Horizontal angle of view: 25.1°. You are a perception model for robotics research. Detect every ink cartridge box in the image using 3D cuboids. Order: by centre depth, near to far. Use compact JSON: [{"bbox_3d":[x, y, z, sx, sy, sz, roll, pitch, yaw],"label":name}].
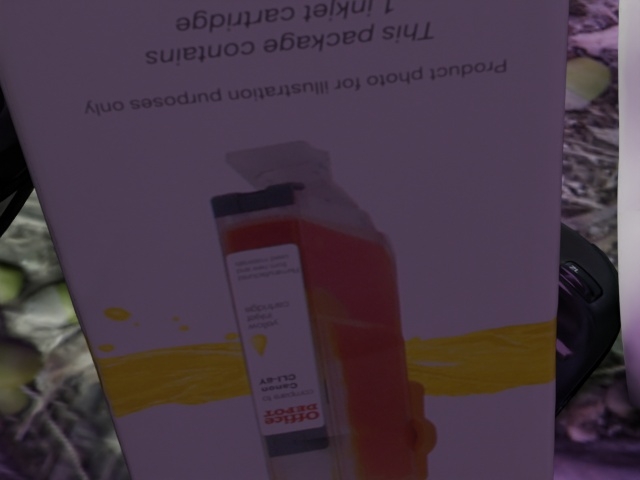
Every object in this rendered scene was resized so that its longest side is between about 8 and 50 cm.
[{"bbox_3d":[-0.007,-0.075,0.536,0.160,0.385,0.279,-6,45,1],"label":"ink cartridge box"}]

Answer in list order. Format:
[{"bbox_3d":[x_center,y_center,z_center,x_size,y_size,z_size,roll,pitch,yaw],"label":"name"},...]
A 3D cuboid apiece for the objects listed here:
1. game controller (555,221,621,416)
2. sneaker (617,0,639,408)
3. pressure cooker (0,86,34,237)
[{"bbox_3d":[0.000,0.000,0.779,0.319,0.067,0.166,32,68,24],"label":"game controller"},{"bbox_3d":[0.278,-0.054,0.738,0.236,0.130,0.323,-2,61,19],"label":"sneaker"},{"bbox_3d":[-0.310,-0.116,0.657,0.420,0.375,0.370,39,97,28],"label":"pressure cooker"}]
